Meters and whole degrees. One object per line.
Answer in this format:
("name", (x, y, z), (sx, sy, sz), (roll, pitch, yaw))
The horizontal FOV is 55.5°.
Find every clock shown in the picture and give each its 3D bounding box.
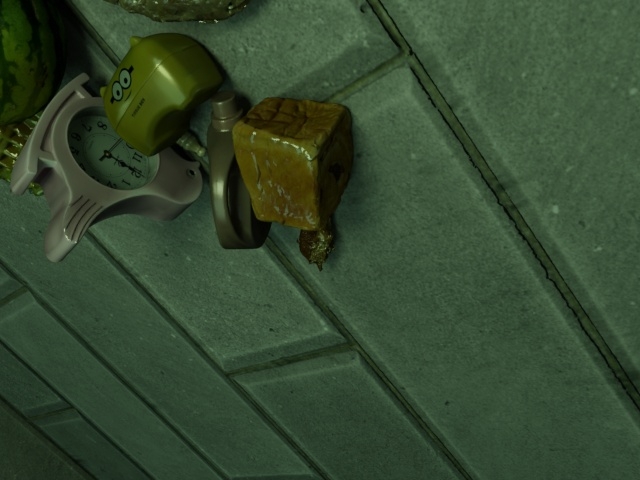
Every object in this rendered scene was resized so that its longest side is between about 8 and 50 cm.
("clock", (-0.340, -0.088, 0.975), (0.275, 0.290, 0.080), (35, 138, -26))

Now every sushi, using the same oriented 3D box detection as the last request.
("sushi", (-0.003, 0.002, 1.032), (0.060, 0.061, 0.118), (38, 152, 35))

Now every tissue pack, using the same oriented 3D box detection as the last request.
("tissue pack", (-0.245, -0.227, 0.921), (0.127, 0.123, 0.178), (49, 128, -3))

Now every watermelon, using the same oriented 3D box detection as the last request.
("watermelon", (-0.535, -0.302, 0.920), (0.285, 0.285, 0.285), (17, 135, 18))

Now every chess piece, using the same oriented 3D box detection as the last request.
("chess piece", (-0.234, -0.175, 1.033), (0.092, 0.035, 0.035), (38, 137, -10))

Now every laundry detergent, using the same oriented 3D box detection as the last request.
("laundry detergent", (-0.133, -0.096, 0.942), (0.076, 0.171, 0.237), (0, 131, 10))

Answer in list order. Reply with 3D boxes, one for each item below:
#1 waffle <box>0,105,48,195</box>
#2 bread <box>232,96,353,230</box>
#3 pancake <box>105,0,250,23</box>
("waffle", (-0.611, -0.212, 1.200), (0.317, 0.073, 0.297), (8, 137, 17))
("bread", (-0.038, -0.117, 0.891), (0.143, 0.149, 0.158), (8, 125, 22))
("pancake", (-0.198, -0.414, 0.678), (0.386, 0.082, 0.387), (1, 150, 0))
